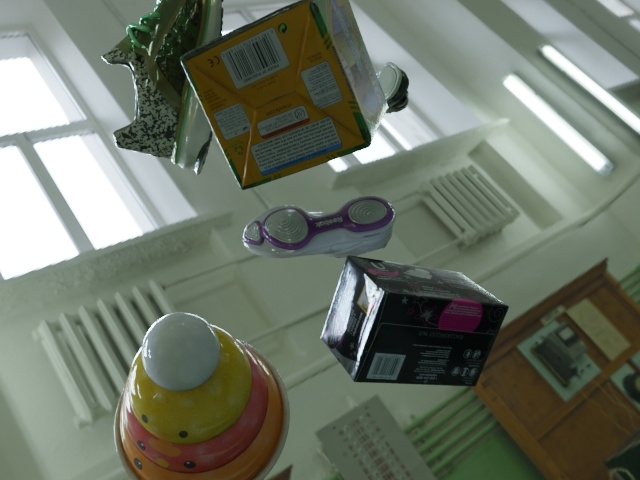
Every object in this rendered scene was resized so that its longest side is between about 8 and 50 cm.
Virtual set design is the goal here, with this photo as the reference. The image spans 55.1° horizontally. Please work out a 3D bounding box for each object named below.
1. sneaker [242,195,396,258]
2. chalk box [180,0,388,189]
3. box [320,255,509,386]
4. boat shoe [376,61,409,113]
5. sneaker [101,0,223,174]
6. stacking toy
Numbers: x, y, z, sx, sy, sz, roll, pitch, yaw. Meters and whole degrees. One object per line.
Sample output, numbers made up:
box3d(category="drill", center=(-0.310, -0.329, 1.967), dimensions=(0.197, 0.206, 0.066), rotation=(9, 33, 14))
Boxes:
box3d(category="sneaker", center=(0.000, 0.000, 1.232), dimensions=(0.305, 0.114, 0.152), rotation=(-6, -30, 3))
box3d(category="chalk box", center=(-0.025, -0.214, 0.830), dimensions=(0.180, 0.179, 0.289), rotation=(-18, 17, 20))
box3d(category="box", center=(0.151, 0.136, 1.013), dimensions=(0.247, 0.142, 0.163), rotation=(9, -72, -27))
box3d(category="boat shoe", center=(0.137, -0.284, 1.169), dimensions=(0.233, 0.079, 0.084), rotation=(-128, 57, -80))
box3d(category="sneaker", center=(-0.254, -0.316, 0.980), dimensions=(0.182, 0.410, 0.158), rotation=(3, 0, -16))
box3d(category="stacking toy", center=(-0.232, 0.253, 1.076), dimensions=(0.350, 0.350, 0.480), rotation=(-31, -26, -19))
